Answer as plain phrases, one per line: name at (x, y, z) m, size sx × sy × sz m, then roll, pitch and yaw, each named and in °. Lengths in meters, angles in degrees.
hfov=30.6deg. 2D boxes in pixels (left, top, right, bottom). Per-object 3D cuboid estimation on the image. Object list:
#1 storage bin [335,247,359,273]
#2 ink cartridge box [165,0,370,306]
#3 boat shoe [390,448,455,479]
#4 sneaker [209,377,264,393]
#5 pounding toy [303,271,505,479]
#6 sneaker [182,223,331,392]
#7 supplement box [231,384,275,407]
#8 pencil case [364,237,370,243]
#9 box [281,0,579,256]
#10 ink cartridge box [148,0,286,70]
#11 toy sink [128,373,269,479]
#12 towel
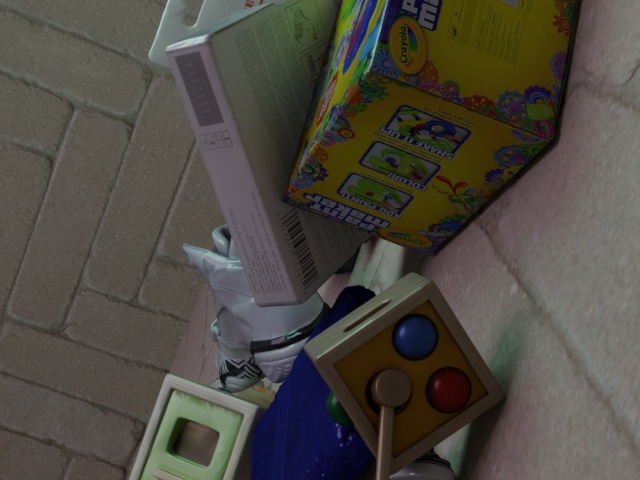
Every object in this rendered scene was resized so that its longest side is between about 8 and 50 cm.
storage bin at (0.000, 0.000, 1.620) m, size 0.135 × 0.091 × 0.098 m, roll 166°, pitch 124°, yaw -77°
ink cartridge box at (-0.026, -0.115, 1.289) m, size 0.066 × 0.296 × 0.261 m, roll -6°, pitch 21°, yaw 34°
boat shoe at (0.078, 0.190, 0.980) m, size 0.142 × 0.049 × 0.040 m, roll 133°, pitch 156°, yaw -70°
sneaker at (-0.172, 0.312, 1.909) m, size 0.275 × 0.107 × 0.110 m, roll 125°, pitch 153°, yaw -55°
pounding toy at (0.059, 0.121, 0.910) m, size 0.141 × 0.130 × 0.100 m, roll -34°, pitch 8°, yaw -5°
sneaker at (-0.089, 0.079, 1.551) m, size 0.137 × 0.210 × 0.366 m, roll -27°, pitch 0°, yaw -20°
supplement box at (-0.105, 0.260, 1.753) m, size 0.098 × 0.062 × 0.036 m, roll -85°, pitch 20°, yaw -54°
pencil case at (0.063, -0.106, 1.503) m, size 0.098 × 0.095 × 0.209 m, roll 40°, pitch 112°, yaw 41°
box at (0.112, -0.184, 1.159) m, size 0.279 × 0.177 × 0.290 m, roll 127°, pitch 160°, yaw -61°
ink cartridge box at (-0.038, -0.266, 1.587) m, size 0.119 × 0.353 × 0.207 m, roll -150°, pitch 81°, yaw -79°
toy sink at (-0.152, 0.311, 1.515) m, size 0.131 × 0.152 × 0.234 m, roll 31°, pitch -103°, yaw -59°
towel at (-0.002, 0.222, 1.289) m, size 0.228 × 0.076 × 0.308 m, roll -88°, pitch 20°, yaw -44°
